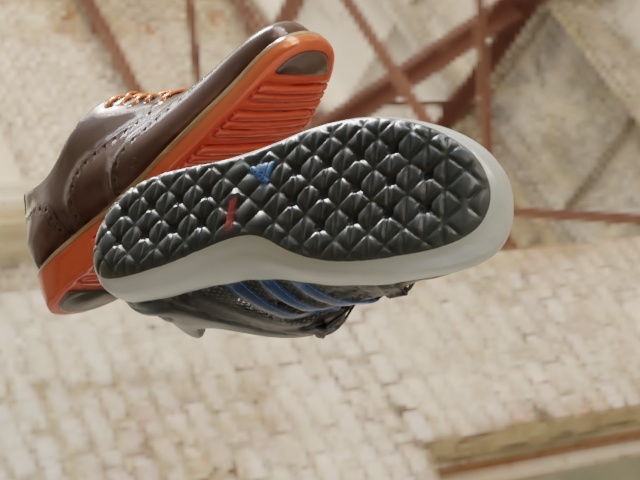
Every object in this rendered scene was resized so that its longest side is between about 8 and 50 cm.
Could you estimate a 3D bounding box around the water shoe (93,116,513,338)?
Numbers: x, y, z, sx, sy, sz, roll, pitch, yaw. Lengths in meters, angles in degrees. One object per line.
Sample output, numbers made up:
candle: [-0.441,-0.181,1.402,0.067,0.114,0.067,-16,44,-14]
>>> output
water shoe: [0.000,0.000,0.671,0.203,0.080,0.073,-4,-121,35]

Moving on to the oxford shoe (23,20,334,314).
oxford shoe: [-0.101,-0.060,0.967,0.271,0.097,0.098,-39,-112,32]
